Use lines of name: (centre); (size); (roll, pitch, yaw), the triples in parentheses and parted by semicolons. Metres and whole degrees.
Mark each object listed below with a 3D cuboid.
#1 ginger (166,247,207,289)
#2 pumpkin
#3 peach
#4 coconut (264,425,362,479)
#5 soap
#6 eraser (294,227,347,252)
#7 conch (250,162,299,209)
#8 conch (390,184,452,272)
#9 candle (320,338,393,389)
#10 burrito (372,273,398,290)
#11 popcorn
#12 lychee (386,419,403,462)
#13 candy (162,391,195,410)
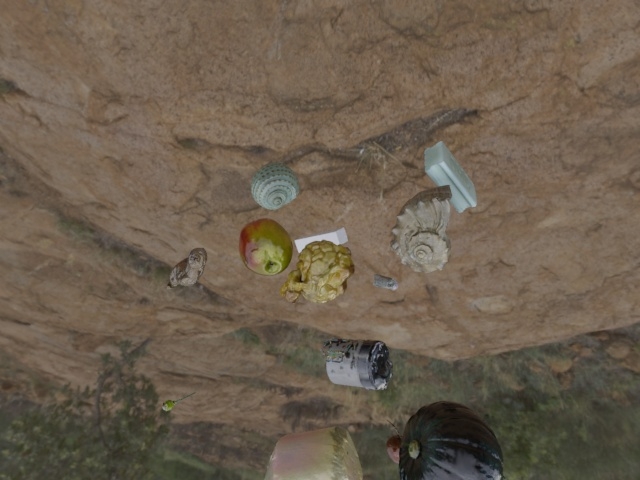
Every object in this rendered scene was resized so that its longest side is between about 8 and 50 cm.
ginger: (-0.417, 0.096, 1.299); (0.084, 0.122, 0.290); (52, 147, -8)
pumpkin: (0.305, 0.489, 0.892); (0.247, 0.248, 0.248); (7, 138, 6)
peach: (-0.220, 0.026, 1.629); (0.230, 0.231, 0.231); (7, 138, 6)
coconut: (-0.033, 0.769, 1.305); (0.309, 0.297, 0.297); (-20, 132, 9)
soap: (0.534, -0.259, 1.677); (0.087, 0.160, 0.265); (-27, 123, 35)
eraser: (0.000, 0.000, 2.176); (0.298, 0.078, 0.076); (-12, 101, 41)
conch: (-0.172, -0.212, 1.466); (0.172, 0.200, 0.131); (-24, 161, 0)
conch: (0.364, -0.063, 1.461); (0.209, 0.352, 0.297); (11, 123, -4)
candle: (0.112, 0.479, 1.614); (0.330, 0.187, 0.187); (-7, 136, 36)
burrito: (0.309, 0.203, 1.975); (0.064, 0.064, 0.203); (31, 171, -20)
popcorn: (-0.014, 0.140, 1.656); (0.332, 0.225, 0.265); (-34, 143, -13)
lychee: (0.305, 0.802, 1.599); (0.114, 0.101, 0.140); (5, 119, 23)
candy: (-0.515, 0.584, 1.494); (0.122, 0.035, 0.035); (-16, 175, -30)
